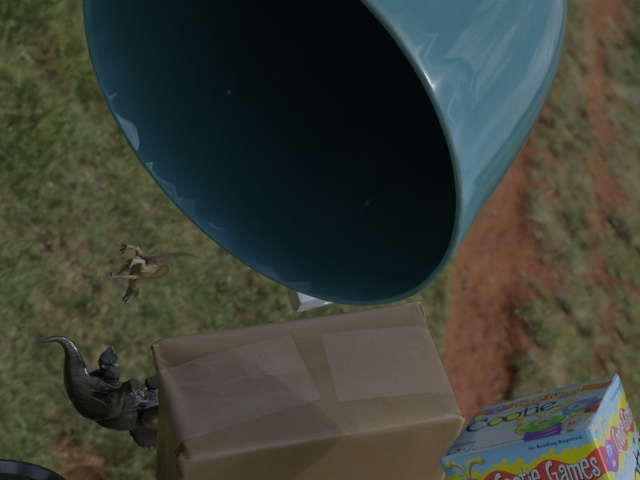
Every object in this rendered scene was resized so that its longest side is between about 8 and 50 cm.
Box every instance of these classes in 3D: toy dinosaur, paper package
[{"bbox_3d":[-0.320,0.251,1.860,0.314,0.160,0.121,24,41,-34],"label":"toy dinosaur"},{"bbox_3d":[-0.280,0.038,1.922,0.093,0.183,0.053,24,46,-41],"label":"toy dinosaur"},{"bbox_3d":[-0.028,0.239,1.387,0.325,0.309,0.168,-8,51,-14],"label":"paper package"}]

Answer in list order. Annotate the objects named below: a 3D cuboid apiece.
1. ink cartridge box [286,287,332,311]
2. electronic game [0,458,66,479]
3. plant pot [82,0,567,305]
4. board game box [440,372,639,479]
[{"bbox_3d":[0.000,0.000,1.849,0.140,0.082,0.190,-15,78,-12],"label":"ink cartridge box"},{"bbox_3d":[-0.515,0.422,1.969,0.229,0.048,0.229,13,7,-2],"label":"electronic game"},{"bbox_3d":[0.028,-0.143,0.795,0.293,0.293,0.235,49,56,-8],"label":"plant pot"},{"bbox_3d":[0.234,0.283,1.057,0.142,0.144,0.275,-28,99,-64],"label":"board game box"}]
